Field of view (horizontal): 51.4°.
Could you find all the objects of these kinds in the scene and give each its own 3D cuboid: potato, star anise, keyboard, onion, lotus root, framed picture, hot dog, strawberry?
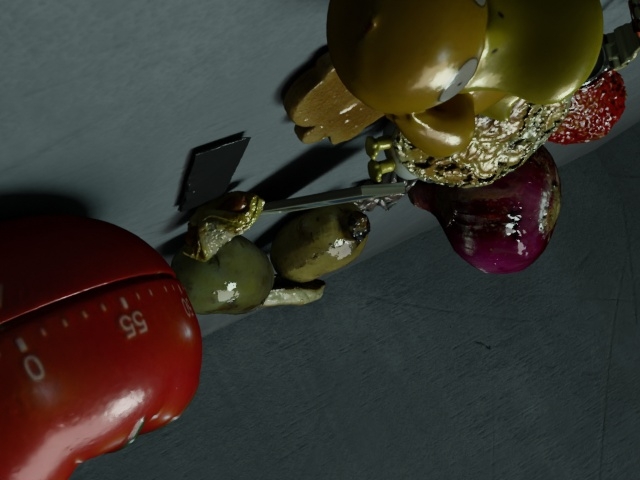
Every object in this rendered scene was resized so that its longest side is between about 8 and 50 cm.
[{"bbox_3d":[-0.169,0.059,1.193,0.165,0.165,0.262,-29,167,15],"label":"potato"},{"bbox_3d":[0.121,-0.100,1.435,0.195,0.065,0.182,-20,168,12],"label":"star anise"},{"bbox_3d":[-0.142,-0.084,0.858,0.074,0.015,0.196,-28,173,-23],"label":"keyboard"},{"bbox_3d":[0.382,-0.096,1.604,0.385,0.348,0.347,10,-164,35],"label":"onion"},{"bbox_3d":[0.000,0.000,1.396,0.160,0.146,0.284,-41,-169,-38],"label":"lotus root"},{"bbox_3d":[-0.011,-0.068,1.088,0.259,0.023,0.189,-7,-179,27],"label":"framed picture"},{"bbox_3d":[-0.159,-0.025,0.980,0.169,0.078,0.061,-37,153,27],"label":"hot dog"},{"bbox_3d":[0.593,-0.285,1.549,0.233,0.138,0.306,-32,172,40],"label":"strawberry"}]

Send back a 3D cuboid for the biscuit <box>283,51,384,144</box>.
[{"bbox_3d":[0.030,-0.172,0.777,0.166,0.036,0.225,-30,169,18],"label":"biscuit"}]

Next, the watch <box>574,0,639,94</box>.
[{"bbox_3d":[0.388,-0.295,0.951,0.164,0.102,0.268,-12,172,3],"label":"watch"}]

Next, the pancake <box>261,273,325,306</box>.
[{"bbox_3d":[-0.155,0.115,1.525,0.356,0.065,0.356,0,-175,0],"label":"pancake"}]

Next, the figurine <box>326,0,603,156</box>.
[{"bbox_3d":[0.105,-0.172,0.547,0.215,0.215,0.228,-28,-165,10],"label":"figurine"}]

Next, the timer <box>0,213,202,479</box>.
[{"bbox_3d":[-0.321,0.134,0.719,0.378,0.279,0.378,-29,173,-4],"label":"timer"}]

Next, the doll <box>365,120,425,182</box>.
[{"bbox_3d":[0.201,-0.170,1.063,0.293,0.138,0.119,-21,-145,-24],"label":"doll"}]

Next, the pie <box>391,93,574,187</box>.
[{"bbox_3d":[0.230,-0.178,0.938,0.274,0.055,0.274,-14,141,-11],"label":"pie"}]
